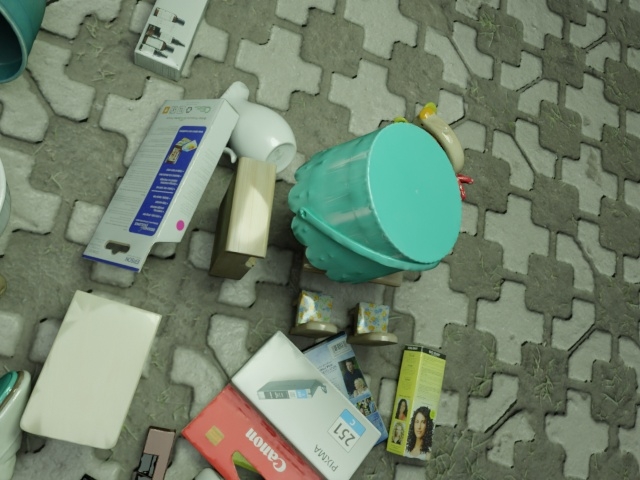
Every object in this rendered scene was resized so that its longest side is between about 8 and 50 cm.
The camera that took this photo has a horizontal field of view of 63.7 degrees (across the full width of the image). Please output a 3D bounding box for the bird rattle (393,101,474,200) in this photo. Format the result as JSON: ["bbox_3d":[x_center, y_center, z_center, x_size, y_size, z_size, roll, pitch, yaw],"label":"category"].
[{"bbox_3d":[0.267,-0.205,1.213,0.143,0.207,0.254,-27,79,-4],"label":"bird rattle"}]

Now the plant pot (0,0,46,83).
[{"bbox_3d":[-0.617,-0.470,0.917,0.271,0.272,0.255,18,59,-16],"label":"plant pot"}]

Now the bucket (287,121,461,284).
[{"bbox_3d":[0.105,-0.062,0.909,0.281,0.183,0.281,10,73,-38],"label":"bucket"}]

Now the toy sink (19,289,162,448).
[{"bbox_3d":[-0.397,0.229,0.913,0.152,0.131,0.234,19,68,-15],"label":"toy sink"}]

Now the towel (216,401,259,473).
[{"bbox_3d":[-0.116,0.409,1.023,0.237,0.021,0.102,25,74,-8],"label":"towel"}]

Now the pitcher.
[{"bbox_3d":[-0.164,-0.216,1.078,0.177,0.125,0.207,-40,64,-8],"label":"pitcher"}]

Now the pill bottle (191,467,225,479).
[{"bbox_3d":[-0.249,0.577,0.864,0.188,0.188,0.334,48,67,-5],"label":"pill bottle"}]

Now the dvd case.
[{"bbox_3d":[0.022,0.345,1.099,0.180,0.022,0.253,-22,87,-22],"label":"dvd case"}]

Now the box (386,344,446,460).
[{"bbox_3d":[0.214,0.355,1.137,0.087,0.058,0.232,23,71,-32],"label":"box"}]

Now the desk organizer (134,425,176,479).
[{"bbox_3d":[-0.309,0.415,0.952,0.050,0.047,0.130,16,74,-14],"label":"desk organizer"}]

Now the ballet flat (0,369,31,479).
[{"bbox_3d":[-0.588,0.394,0.825,0.139,0.139,0.400,42,73,-8],"label":"ballet flat"}]

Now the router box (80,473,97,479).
[{"bbox_3d":[-0.413,0.523,0.891,0.133,0.046,0.179,37,69,-10],"label":"router box"}]

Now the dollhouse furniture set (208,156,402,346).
[{"bbox_3d":[0.000,0.000,1.025,0.393,0.256,0.362,11,73,-16],"label":"dollhouse furniture set"}]

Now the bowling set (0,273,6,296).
[{"bbox_3d":[-0.668,0.142,0.818,0.199,0.154,0.287,23,72,-15],"label":"bowling set"}]

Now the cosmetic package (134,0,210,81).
[{"bbox_3d":[-0.316,-0.477,1.123,0.098,0.060,0.239,20,73,-16],"label":"cosmetic package"}]

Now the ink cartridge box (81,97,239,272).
[{"bbox_3d":[-0.304,-0.110,0.993,0.069,0.175,0.371,47,59,-50],"label":"ink cartridge box"}]

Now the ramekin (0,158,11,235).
[{"bbox_3d":[-0.674,-0.075,0.868,0.277,0.135,0.277,4,77,-18],"label":"ramekin"}]

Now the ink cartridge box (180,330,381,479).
[{"bbox_3d":[-0.071,0.372,0.995,0.296,0.066,0.261,45,64,2],"label":"ink cartridge box"}]
